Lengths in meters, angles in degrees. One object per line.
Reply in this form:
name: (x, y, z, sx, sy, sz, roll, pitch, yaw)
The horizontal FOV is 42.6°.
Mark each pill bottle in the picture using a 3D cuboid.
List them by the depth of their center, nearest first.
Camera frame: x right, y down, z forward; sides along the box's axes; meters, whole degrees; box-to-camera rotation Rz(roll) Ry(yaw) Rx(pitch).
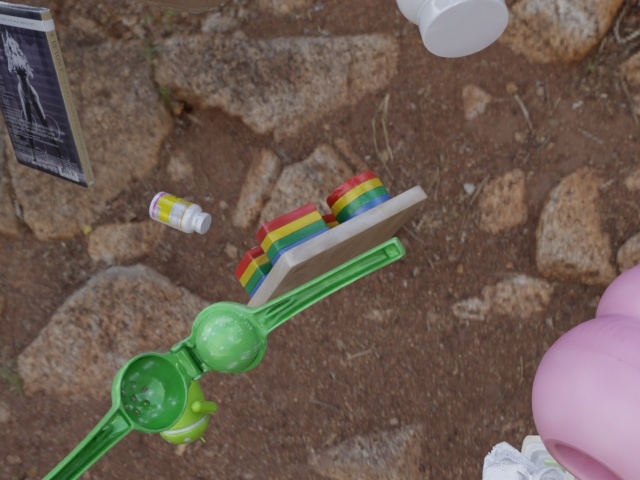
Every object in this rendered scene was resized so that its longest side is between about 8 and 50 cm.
pill bottle: (0.131, -0.313, 0.893, 0.121, 0.121, 0.216, -14, 65, 4)
pill bottle: (-0.199, -0.037, 1.170, 0.083, 0.043, 0.043, 21, 63, 16)

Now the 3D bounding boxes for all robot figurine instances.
robot figurine: (-0.181, 0.207, 1.043, 0.101, 0.115, 0.067, -8, 15, 23)

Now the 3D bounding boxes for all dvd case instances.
dvd case: (-0.356, -0.182, 1.015, 0.164, 0.221, 0.018, 19, 39, 37)

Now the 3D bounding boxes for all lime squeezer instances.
lime squeezer: (-0.085, 0.082, 0.565, 0.310, 0.110, 0.059, -34, 84, -16)

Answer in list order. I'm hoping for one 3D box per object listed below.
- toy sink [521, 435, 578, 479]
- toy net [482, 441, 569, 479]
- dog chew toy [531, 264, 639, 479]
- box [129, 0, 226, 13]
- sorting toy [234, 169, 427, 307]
toy sink: (0.418, 0.427, 1.404, 0.131, 0.234, 0.153, -8, 51, 38)
toy net: (0.221, 0.261, 0.667, 0.122, 0.045, 0.232, -17, 64, -21)
dog chew toy: (0.378, 0.117, 0.888, 0.206, 0.206, 0.332, 30, 71, 29)
box: (-0.154, -0.387, 1.050, 0.311, 0.148, 0.121, 6, 93, 60)
sorting toy: (0.000, 0.000, 1.273, 0.255, 0.257, 0.089, -27, 77, -27)
